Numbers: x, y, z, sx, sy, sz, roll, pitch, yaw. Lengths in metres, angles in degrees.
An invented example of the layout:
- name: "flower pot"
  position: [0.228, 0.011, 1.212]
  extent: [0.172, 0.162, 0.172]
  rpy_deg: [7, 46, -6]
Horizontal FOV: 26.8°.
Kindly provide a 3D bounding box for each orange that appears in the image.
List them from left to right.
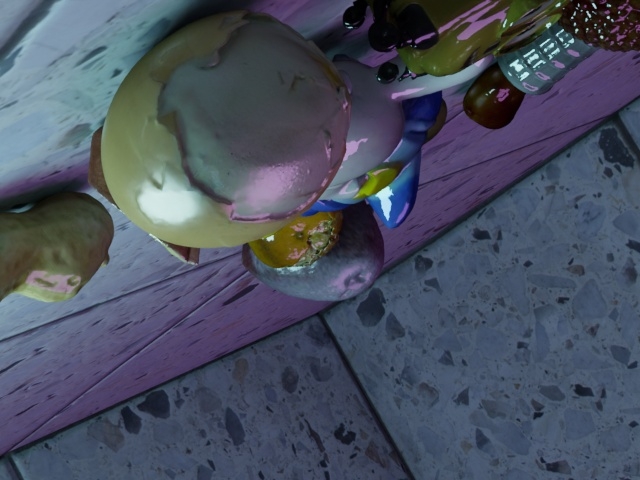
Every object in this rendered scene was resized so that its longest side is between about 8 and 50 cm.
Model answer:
- name: "orange"
  position: [-0.042, -0.033, 2.029]
  extent: [0.156, 0.156, 0.134]
  rpy_deg: [-31, -146, 7]

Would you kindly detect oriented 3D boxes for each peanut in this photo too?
- name: "peanut"
  position: [-0.319, 0.015, 1.421]
  extent: [0.263, 0.117, 0.101]
  rpy_deg: [-16, 144, -50]

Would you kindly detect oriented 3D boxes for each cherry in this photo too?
- name: "cherry"
  position: [0.000, 0.000, 2.178]
  extent: [0.266, 0.213, 0.183]
  rpy_deg: [-19, 127, -10]

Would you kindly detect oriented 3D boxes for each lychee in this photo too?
- name: "lychee"
  position: [0.339, -0.305, 1.566]
  extent: [0.188, 0.188, 0.188]
  rpy_deg: [-29, 173, -4]

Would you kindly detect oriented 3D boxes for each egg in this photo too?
- name: "egg"
  position: [-0.095, -0.091, 1.217]
  extent: [0.244, 0.201, 0.201]
  rpy_deg: [-27, 176, 39]

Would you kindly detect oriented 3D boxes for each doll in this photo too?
- name: "doll"
  position: [0.012, -0.127, 1.562]
  extent: [0.376, 0.187, 0.365]
  rpy_deg: [-3, 165, 4]

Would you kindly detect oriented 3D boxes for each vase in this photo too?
- name: "vase"
  position: [0.373, -0.308, 1.803]
  extent: [0.143, 0.143, 0.299]
  rpy_deg: [-23, 172, -43]

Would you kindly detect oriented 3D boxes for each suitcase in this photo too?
- name: "suitcase"
  position: [0.140, -0.247, 1.276]
  extent: [0.235, 0.143, 0.194]
  rpy_deg: [-30, 172, 1]

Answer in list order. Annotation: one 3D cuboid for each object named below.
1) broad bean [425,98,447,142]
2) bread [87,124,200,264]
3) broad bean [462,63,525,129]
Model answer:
- name: "broad bean"
  position: [0.078, -0.135, 1.885]
  extent: [0.263, 0.121, 0.189]
  rpy_deg: [-25, 175, -46]
- name: "bread"
  position: [-0.170, -0.078, 1.352]
  extent: [0.119, 0.192, 0.067]
  rpy_deg: [7, 178, 1]
- name: "broad bean"
  position: [0.284, -0.235, 2.157]
  extent: [0.114, 0.084, 0.165]
  rpy_deg: [-44, 172, -21]
